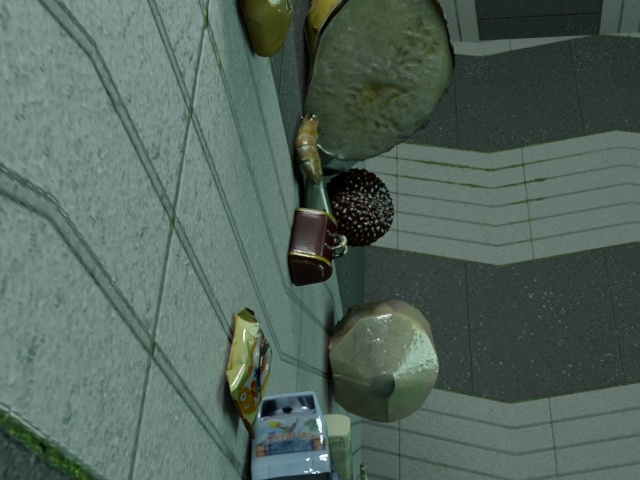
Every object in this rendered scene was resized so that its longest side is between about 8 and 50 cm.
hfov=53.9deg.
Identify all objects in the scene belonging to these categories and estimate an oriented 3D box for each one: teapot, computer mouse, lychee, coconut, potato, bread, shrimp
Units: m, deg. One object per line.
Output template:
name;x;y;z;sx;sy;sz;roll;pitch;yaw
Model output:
teapot;0.050;0.490;1.399;0.077;0.107;0.200;-80;168;-68
computer mouse;-0.006;-0.054;1.209;0.089;0.056;0.181;-99;175;-73
lychee;0.077;-0.070;1.435;0.188;0.188;0.188;-1;90;-83
coconut;0.154;0.302;1.612;0.309;0.298;0.297;-61;149;-79
potato;0.100;-0.407;1.293;0.296;0.290;0.397;-101;-166;-49
bread;-0.063;-0.286;0.783;0.115;0.056;0.082;74;18;-63
shrimp;-0.014;-0.174;1.159;0.099;0.041;0.180;55;23;-41

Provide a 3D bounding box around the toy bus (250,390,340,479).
toy bus;-0.024;0.344;0.883;0.329;0.109;0.136;82;-1;-48

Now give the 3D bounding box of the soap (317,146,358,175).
soap;0.136;-0.264;1.439;0.159;0.302;0.257;70;23;-78

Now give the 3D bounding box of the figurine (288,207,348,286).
figurine;0.000;0.000;1.103;0.082;0.098;0.154;77;16;-44

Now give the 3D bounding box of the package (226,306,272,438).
package;-0.080;0.147;0.708;0.108;0.031;0.120;79;13;-52
